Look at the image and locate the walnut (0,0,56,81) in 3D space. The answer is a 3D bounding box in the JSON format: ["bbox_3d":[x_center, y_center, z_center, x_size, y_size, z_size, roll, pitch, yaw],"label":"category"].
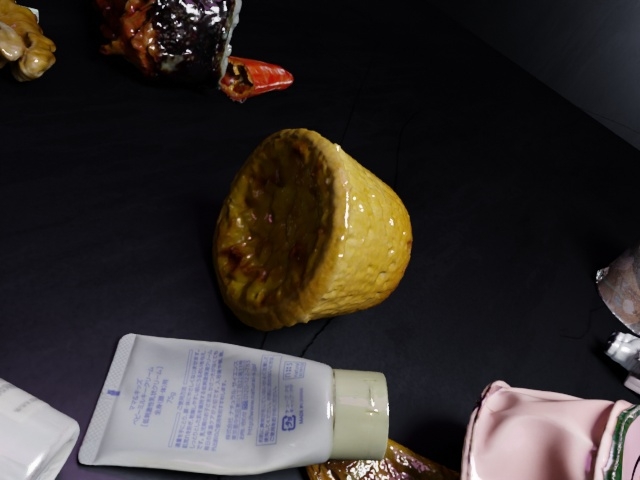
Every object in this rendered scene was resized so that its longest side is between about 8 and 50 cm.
[{"bbox_3d":[-0.406,-0.247,0.609,0.143,0.069,0.170,-13,56,-46],"label":"walnut"}]

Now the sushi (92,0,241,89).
[{"bbox_3d":[-0.247,-0.392,0.796,0.182,0.196,0.343,7,42,-41],"label":"sushi"}]

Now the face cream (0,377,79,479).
[{"bbox_3d":[-0.284,0.081,0.300,0.269,0.082,0.082,29,35,-3],"label":"face cream"}]

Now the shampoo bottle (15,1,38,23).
[{"bbox_3d":[-0.475,-0.322,0.659,0.195,0.056,0.056,0,46,-36],"label":"shampoo bottle"}]

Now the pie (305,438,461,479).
[{"bbox_3d":[0.047,0.206,0.438,0.191,0.033,0.088,28,46,7],"label":"pie"}]

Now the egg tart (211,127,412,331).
[{"bbox_3d":[0.000,0.000,0.528,0.147,0.202,0.202,15,37,-41],"label":"egg tart"}]

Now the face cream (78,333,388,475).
[{"bbox_3d":[-0.062,0.132,0.410,0.224,0.070,0.114,5,41,-4],"label":"face cream"}]

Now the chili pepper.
[{"bbox_3d":[-0.100,-0.286,0.895,0.088,0.064,0.169,43,33,13],"label":"chili pepper"}]

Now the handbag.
[{"bbox_3d":[0.203,0.213,0.419,0.205,0.117,0.179,-13,94,-54],"label":"handbag"}]

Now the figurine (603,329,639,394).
[{"bbox_3d":[0.523,0.211,0.729,0.229,0.111,0.137,34,25,25],"label":"figurine"}]

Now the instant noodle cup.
[{"bbox_3d":[0.634,0.061,0.901,0.218,0.207,0.217,19,37,-16],"label":"instant noodle cup"}]
